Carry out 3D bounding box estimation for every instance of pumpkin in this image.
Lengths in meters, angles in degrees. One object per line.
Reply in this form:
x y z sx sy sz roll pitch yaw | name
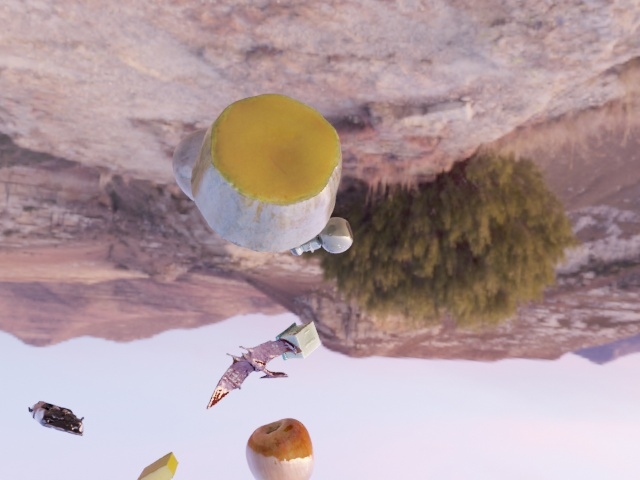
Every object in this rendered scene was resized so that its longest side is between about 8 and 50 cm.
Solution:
-0.116 -0.163 1.411 0.333 0.332 0.199 5 152 -5 | pumpkin

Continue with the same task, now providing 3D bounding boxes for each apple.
-0.135 0.770 2.321 0.242 0.241 0.242 -18 -172 2 | apple

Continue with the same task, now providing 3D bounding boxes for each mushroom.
-0.359 -0.228 2.085 0.244 0.243 0.243 5 179 0 | mushroom

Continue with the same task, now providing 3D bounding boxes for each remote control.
-0.781 0.519 1.927 0.145 0.062 0.399 25 160 -23 | remote control

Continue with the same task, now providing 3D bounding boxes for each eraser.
-0.452 0.645 1.818 0.097 0.045 0.122 -30 -178 -4 | eraser

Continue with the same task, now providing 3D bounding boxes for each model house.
-0.098 0.365 2.370 0.149 0.100 0.127 -13 -169 36 | model house

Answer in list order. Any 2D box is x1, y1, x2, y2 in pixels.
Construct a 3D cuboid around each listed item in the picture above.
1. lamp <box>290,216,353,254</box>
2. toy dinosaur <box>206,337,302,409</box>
0.000 0.000 1.657 0.163 0.091 0.091 -19 173 14 | lamp
-0.202 0.396 1.953 0.328 0.206 0.113 -14 -140 0 | toy dinosaur
